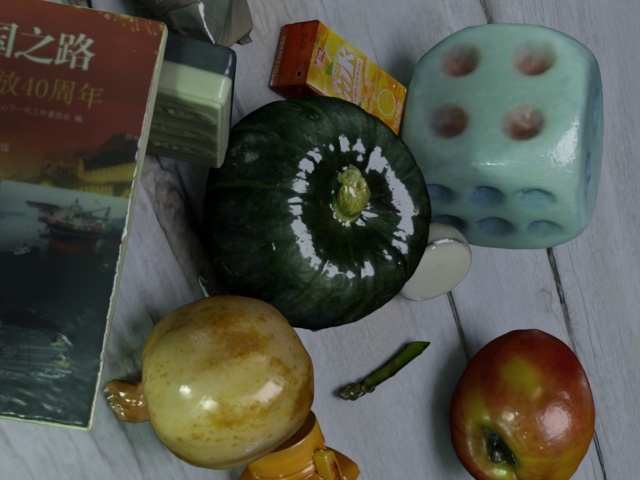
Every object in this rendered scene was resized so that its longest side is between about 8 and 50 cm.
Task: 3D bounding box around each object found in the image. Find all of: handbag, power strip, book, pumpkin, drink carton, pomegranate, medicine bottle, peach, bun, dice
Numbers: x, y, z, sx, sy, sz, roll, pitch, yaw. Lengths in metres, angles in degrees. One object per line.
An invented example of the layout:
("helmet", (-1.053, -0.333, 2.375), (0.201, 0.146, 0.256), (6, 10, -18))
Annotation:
("handbag", (-0.164, -0.313, 1.110), (0.270, 0.117, 0.182), (69, 29, -26))
("power strip", (-0.145, -0.140, 1.044), (0.256, 0.105, 0.070), (120, -16, -79))
("book", (-0.295, -0.037, 0.871), (0.028, 0.263, 0.374), (111, -12, -80))
("pumpkin", (0.003, -0.035, 1.230), (0.300, 0.207, 0.300), (6, 80, -35))
("drink carton", (0.029, -0.216, 1.397), (0.223, 0.071, 0.096), (26, 71, -49))
("pomegranate", (-0.107, 0.161, 1.115), (0.207, 0.207, 0.207), (-1, 91, -52))
("medicine bottle", (-0.023, 0.332, 1.271), (0.112, 0.149, 0.222), (-39, 120, -44))
("peach", (0.347, 0.290, 1.679), (0.281, 0.238, 0.281), (24, 55, -38))
("bun", (0.162, 0.021, 1.550), (0.138, 0.138, 0.094), (42, 16, -44))
("dice", (0.286, -0.154, 1.528), (0.264, 0.268, 0.262), (58, 40, -56))

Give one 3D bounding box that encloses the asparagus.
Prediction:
("asparagus", (0.097, 0.201, 1.524), (0.236, 0.027, 0.034), (-25, 130, -48))
